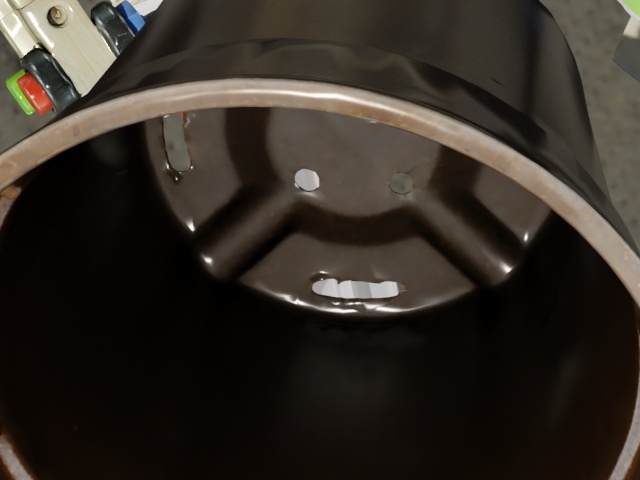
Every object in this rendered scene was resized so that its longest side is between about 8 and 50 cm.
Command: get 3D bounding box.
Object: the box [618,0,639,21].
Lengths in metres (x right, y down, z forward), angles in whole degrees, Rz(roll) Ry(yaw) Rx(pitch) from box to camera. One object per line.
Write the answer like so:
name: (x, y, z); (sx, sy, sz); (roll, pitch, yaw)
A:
box: (0.245, -0.343, 1.246); (0.232, 0.322, 0.058); (48, 27, 20)

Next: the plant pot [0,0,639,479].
plant pot: (0.001, 0.009, 0.426); (0.167, 0.167, 0.165); (52, 22, -19)

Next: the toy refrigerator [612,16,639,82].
toy refrigerator: (0.400, -0.211, 1.702); (0.269, 0.102, 0.094); (-23, 55, -42)

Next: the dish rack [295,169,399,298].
dish rack: (0.000, 0.000, 1.894); (0.072, 0.285, 0.333); (-9, 71, -14)

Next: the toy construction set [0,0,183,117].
toy construction set: (-0.203, -0.183, 1.288); (0.327, 0.215, 0.151); (41, 84, -15)

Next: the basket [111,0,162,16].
basket: (-0.138, -0.295, 1.868); (0.113, 0.167, 0.103); (-40, 108, -50)
